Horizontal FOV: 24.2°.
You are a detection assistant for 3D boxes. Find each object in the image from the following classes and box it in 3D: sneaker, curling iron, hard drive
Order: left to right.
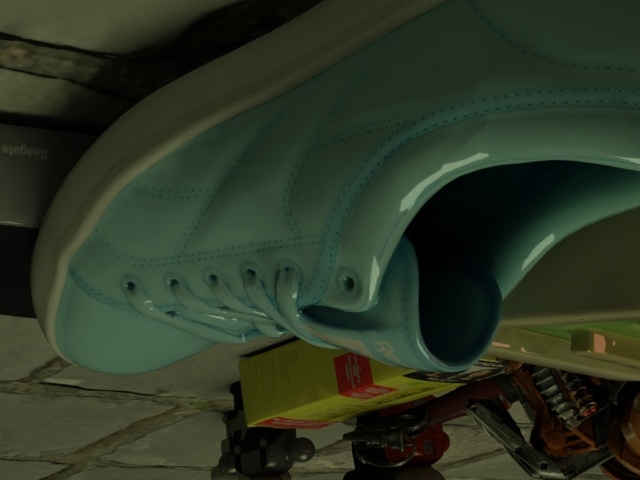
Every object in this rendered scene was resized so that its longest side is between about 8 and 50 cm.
[{"bbox_3d":[-0.116,-0.001,0.828,0.255,0.054,0.172,8,157,-36],"label":"hard drive"},{"bbox_3d":[0.000,0.000,0.643,0.135,0.150,0.366,20,138,-40],"label":"sneaker"},{"bbox_3d":[0.147,0.132,1.245,0.274,0.035,0.068,-17,-165,-20],"label":"curling iron"}]

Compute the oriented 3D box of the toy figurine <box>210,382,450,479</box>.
[{"bbox_3d":[0.008,0.211,1.355,0.210,0.148,0.213,-3,162,-12],"label":"toy figurine"}]

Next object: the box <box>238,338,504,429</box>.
[{"bbox_3d":[0.045,0.096,1.164,0.232,0.058,0.087,-21,158,39],"label":"box"}]

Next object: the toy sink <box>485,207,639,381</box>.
[{"bbox_3d":[0.151,-0.005,0.711,0.234,0.131,0.153,-7,164,44],"label":"toy sink"}]

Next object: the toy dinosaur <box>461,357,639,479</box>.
[{"bbox_3d":[0.204,0.075,0.885,0.322,0.218,0.164,47,158,-15],"label":"toy dinosaur"}]
